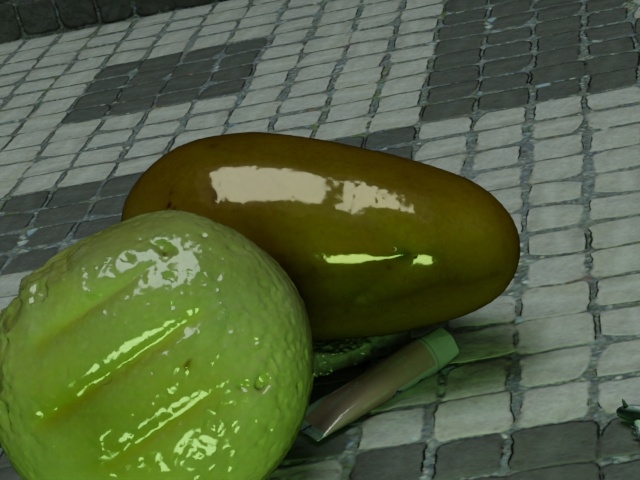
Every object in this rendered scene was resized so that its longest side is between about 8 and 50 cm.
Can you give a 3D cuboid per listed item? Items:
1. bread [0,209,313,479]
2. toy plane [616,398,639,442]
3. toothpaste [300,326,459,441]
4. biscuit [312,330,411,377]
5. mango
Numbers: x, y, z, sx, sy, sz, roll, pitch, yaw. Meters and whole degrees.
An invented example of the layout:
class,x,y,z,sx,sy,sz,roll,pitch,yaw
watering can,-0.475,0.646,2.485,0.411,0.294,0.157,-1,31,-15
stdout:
class,x,y,z,sx,sy,sz,roll,pitch,yaw
bread,-0.162,0.129,1.812,0.320,0.321,0.237,-13,5,2
toy plane,0.317,0.168,1.783,0.083,0.031,0.078,11,45,43
toothpaste,0.059,0.154,1.972,0.194,0.043,0.067,-29,27,-21
biscuit,-0.032,0.129,2.095,0.250,0.032,0.133,-18,21,-15
mango,0.000,0.000,2.011,0.445,0.232,0.300,1,-6,20
